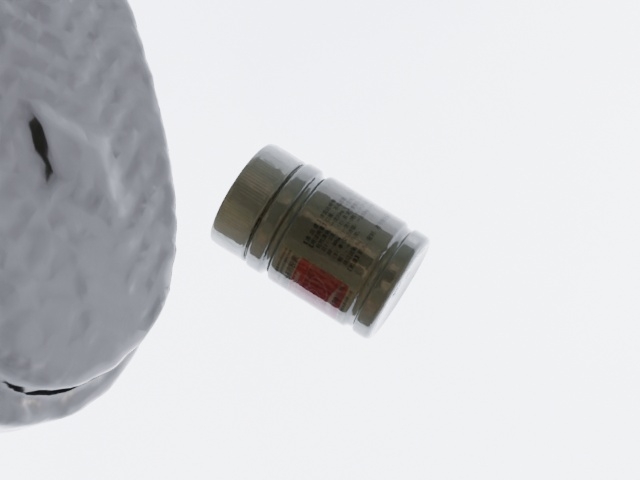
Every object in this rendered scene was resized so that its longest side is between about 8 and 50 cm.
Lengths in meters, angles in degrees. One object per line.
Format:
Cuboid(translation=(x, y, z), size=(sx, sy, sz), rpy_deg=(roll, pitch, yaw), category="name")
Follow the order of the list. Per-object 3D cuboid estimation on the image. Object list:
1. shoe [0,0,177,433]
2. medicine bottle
Cuboid(translation=(-0.212, -0.100, 0.447), size=(0.237, 0.171, 0.384), rpy_deg=(-22, -83, 29), category="shoe")
Cuboid(translation=(0.000, 0.000, 0.711), size=(0.091, 0.058, 0.058), rpy_deg=(32, -86, 9), category="medicine bottle")
